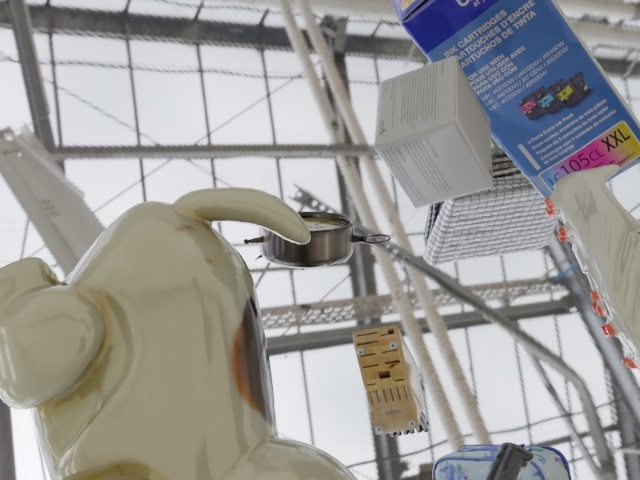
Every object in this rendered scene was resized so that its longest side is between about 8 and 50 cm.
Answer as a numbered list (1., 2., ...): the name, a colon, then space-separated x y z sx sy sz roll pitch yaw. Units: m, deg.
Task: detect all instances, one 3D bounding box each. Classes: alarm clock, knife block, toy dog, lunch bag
1. alarm clock: 0.000 0.000 1.113 0.192 0.064 0.129 -1 -167 9
2. knife block: 0.150 0.274 1.640 0.242 0.088 0.276 -54 -49 -74
3. toy dog: -0.110 0.192 0.757 0.395 0.284 0.408 -36 -106 -5
4. lunch bag: 0.278 0.393 1.226 0.090 0.219 0.176 -7 -97 -43

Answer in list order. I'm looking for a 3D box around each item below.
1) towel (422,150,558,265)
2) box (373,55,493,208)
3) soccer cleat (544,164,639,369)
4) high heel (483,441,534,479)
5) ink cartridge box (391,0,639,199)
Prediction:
1. towel: 0.346 -0.069 1.650 0.283 0.235 0.121 -10 -125 -11
2. box: 0.115 -0.107 0.818 0.101 0.087 0.102 50 -144 -41
3. soccer cleat: 0.264 0.026 0.707 0.196 0.076 0.068 68 -169 12
4. high heel: 0.262 0.325 0.801 0.261 0.093 0.186 21 -137 21
5. ink cartridge box: 0.211 -0.263 0.992 0.395 0.151 0.270 45 -158 -29
